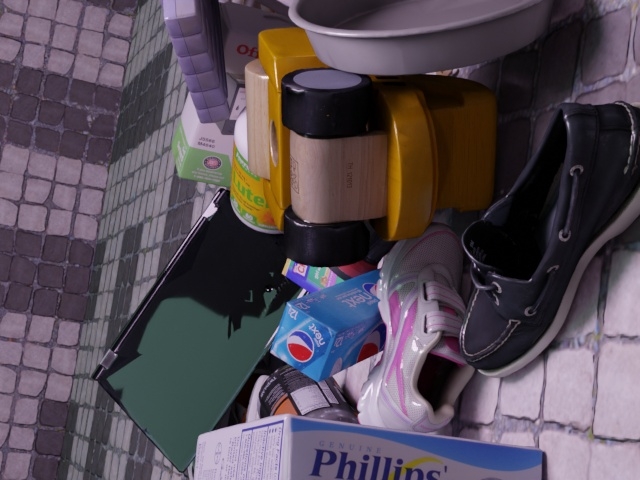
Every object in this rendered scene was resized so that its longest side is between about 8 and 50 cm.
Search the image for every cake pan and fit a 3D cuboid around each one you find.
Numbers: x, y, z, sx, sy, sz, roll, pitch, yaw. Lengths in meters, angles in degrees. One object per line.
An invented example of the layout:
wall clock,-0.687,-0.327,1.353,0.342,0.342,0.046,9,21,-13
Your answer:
cake pan,0.114,-0.245,1.238,0.293,0.293,0.054,-121,19,-61

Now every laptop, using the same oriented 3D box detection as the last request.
laptop,-0.172,0.135,1.946,0.382,0.236,0.408,-55,-6,2

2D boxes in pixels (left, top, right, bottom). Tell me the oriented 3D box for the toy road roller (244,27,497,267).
toy road roller,0.055,-0.114,1.312,0.329,0.240,0.203,-123,30,-63

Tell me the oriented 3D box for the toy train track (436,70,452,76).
toy train track,0.157,-0.184,1.435,0.048,0.014,0.083,-48,42,43

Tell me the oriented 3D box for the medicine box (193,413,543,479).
medicine box,0.033,0.270,1.161,0.289,0.263,0.149,151,127,-65

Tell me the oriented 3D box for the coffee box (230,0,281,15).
coffee box,-0.088,-0.355,1.995,0.098,0.141,0.247,-165,87,-70

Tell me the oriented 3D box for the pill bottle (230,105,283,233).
pill bottle,-0.062,-0.130,1.725,0.246,0.136,0.136,100,169,-56

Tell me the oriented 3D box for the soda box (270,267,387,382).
soda box,0.036,0.093,1.339,0.071,0.210,0.067,30,115,25

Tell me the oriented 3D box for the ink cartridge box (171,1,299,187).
ink cartridge box,-0.105,-0.223,1.885,0.115,0.198,0.273,-110,36,-54

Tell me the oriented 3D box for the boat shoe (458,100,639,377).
boat shoe,0.192,0.002,1.094,0.340,0.113,0.127,122,151,-44

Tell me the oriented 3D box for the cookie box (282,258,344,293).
cookie box,0.010,0.031,1.594,0.107,0.040,0.092,33,113,30

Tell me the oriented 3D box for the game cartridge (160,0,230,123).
game cartridge,-0.190,-0.375,1.682,0.230,0.068,0.355,69,-169,-55

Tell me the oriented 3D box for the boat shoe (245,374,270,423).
boat shoe,-0.055,0.328,1.636,0.320,0.103,0.118,-94,5,-48

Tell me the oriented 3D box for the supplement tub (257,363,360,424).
supplement tub,-0.007,0.244,1.497,0.190,0.117,0.117,-129,53,-64

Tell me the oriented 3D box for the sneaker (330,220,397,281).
sneaker,0.060,-0.054,1.511,0.135,0.097,0.276,-48,19,21

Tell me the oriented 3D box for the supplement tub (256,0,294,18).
supplement tub,0.001,-0.480,1.638,0.325,0.235,0.235,-62,22,4

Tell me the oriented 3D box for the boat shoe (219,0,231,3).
boat shoe,-0.186,-0.417,2.118,0.335,0.121,0.119,55,-140,-60

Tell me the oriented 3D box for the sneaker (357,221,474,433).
sneaker,0.124,0.100,1.264,0.111,0.103,0.252,-9,68,54

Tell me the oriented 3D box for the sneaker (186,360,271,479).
sneaker,-0.141,0.308,1.856,0.108,0.100,0.272,12,91,65
